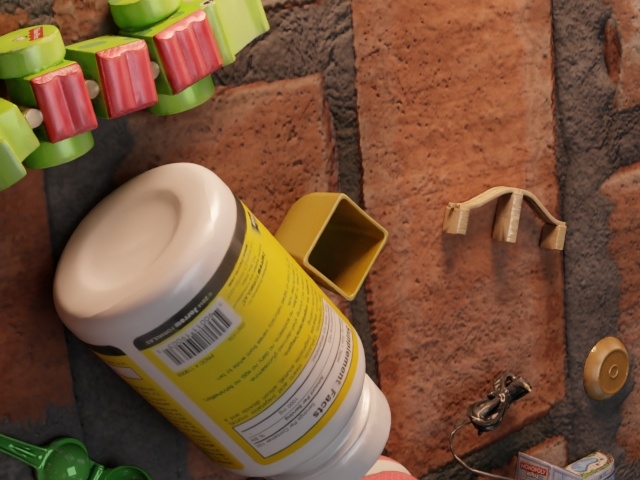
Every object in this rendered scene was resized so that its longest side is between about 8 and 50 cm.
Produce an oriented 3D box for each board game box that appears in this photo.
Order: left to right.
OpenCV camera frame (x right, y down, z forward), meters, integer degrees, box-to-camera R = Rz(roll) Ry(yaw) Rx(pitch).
[{"bbox_3d":[0.301,0.340,1.869,0.194,0.060,0.194,-18,112,-36],"label":"board game box"}]

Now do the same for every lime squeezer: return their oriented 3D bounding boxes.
[{"bbox_3d":[-0.211,0.227,1.393,0.310,0.110,0.059,28,99,-10],"label":"lime squeezer"}]

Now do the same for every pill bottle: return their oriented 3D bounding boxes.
[{"bbox_3d":[-0.077,0.098,1.411,0.188,0.188,0.334,-54,128,-17],"label":"pill bottle"}]

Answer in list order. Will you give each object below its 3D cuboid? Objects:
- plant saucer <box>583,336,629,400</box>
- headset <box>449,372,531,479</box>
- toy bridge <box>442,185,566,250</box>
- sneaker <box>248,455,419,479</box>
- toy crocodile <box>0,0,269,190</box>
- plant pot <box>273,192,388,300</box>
[{"bbox_3d":[0.363,0.163,1.909,0.083,0.015,0.083,-10,107,-38],"label":"plant saucer"},{"bbox_3d":[0.263,0.356,1.751,0.185,0.243,0.394,-38,107,-56],"label":"headset"},{"bbox_3d":[0.213,-0.029,1.732,0.188,0.026,0.063,9,92,-41],"label":"toy bridge"},{"bbox_3d":[0.006,0.302,1.561,0.314,0.136,0.116,-15,109,-36],"label":"sneaker"},{"bbox_3d":[-0.176,-0.146,1.325,0.340,0.105,0.115,-30,118,-32],"label":"toy crocodile"},{"bbox_3d":[0.000,0.000,1.521,0.081,0.083,0.081,40,74,-39],"label":"plant pot"}]
